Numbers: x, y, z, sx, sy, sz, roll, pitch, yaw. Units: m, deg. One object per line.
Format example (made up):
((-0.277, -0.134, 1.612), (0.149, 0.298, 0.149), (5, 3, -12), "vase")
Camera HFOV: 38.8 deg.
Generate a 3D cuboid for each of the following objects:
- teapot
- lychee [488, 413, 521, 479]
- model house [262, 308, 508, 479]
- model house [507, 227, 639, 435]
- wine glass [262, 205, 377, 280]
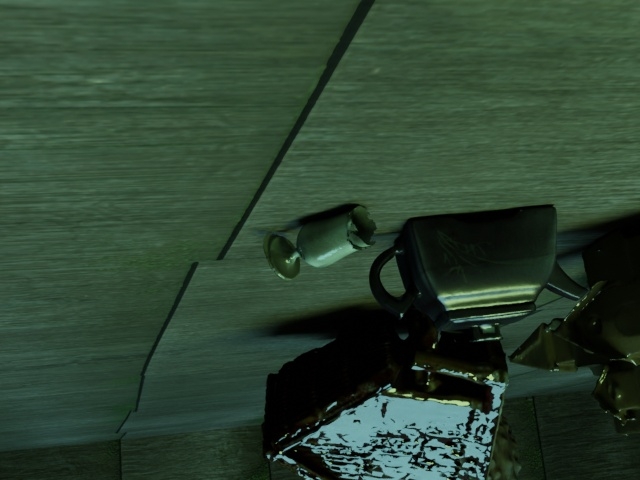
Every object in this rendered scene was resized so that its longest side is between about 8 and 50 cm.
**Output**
((0.128, 0.034, 0.734), (0.177, 0.096, 0.087), (-5, 166, -6), "teapot")
((0.160, 0.386, 1.604), (0.380, 0.381, 0.432), (-18, 142, 37), "lychee")
((0.069, 0.181, 1.154), (0.282, 0.297, 0.317), (2, -156, 2), "model house")
((0.264, 0.090, 0.846), (0.176, 0.181, 0.248), (7, 159, -41), "model house")
((0.000, 0.000, 0.667), (0.083, 0.042, 0.039), (-22, -162, 37), "wine glass")
